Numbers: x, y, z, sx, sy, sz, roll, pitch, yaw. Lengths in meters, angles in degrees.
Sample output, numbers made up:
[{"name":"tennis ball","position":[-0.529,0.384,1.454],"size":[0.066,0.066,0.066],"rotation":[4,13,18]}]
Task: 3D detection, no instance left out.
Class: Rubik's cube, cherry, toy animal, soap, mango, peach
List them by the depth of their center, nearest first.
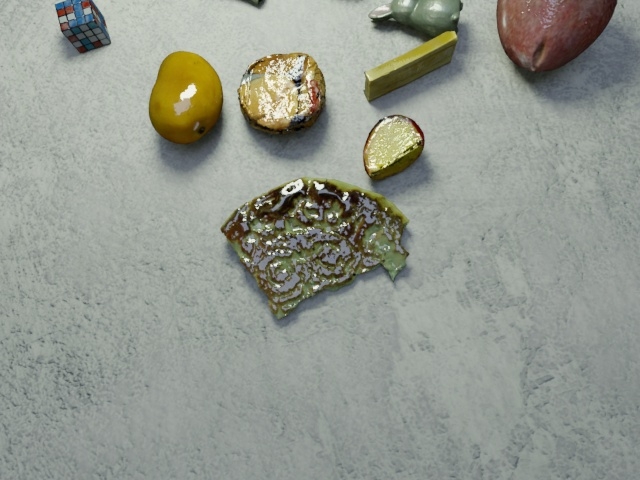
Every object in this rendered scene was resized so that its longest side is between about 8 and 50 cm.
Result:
[{"name":"peach","position":[0.171,-0.214,1.132],"size":[0.127,0.092,0.172],"rotation":[34,92,15]},{"name":"cherry","position":[0.554,-0.546,1.133],"size":[0.261,0.221,0.308],"rotation":[16,91,15]},{"name":"mango","position":[-0.326,-0.358,1.164],"size":[0.175,0.139,0.255],"rotation":[4,70,0]},{"name":"soap","position":[0.225,-0.436,1.181],"size":[0.251,0.092,0.037],"rotation":[-27,75,-4]},{"name":"toy animal","position":[0.248,-0.590,1.204],"size":[0.236,0.138,0.108],"rotation":[18,112,3]},{"name":"Rubik's cube","position":[-0.628,-0.574,1.252],"size":[0.092,0.092,0.092],"rotation":[-20,75,-2]}]

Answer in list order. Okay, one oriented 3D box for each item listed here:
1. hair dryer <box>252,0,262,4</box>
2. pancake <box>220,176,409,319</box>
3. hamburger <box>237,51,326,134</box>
[{"name":"hair dryer","position":[-0.199,-0.767,1.273],"size":[0.267,0.092,0.229],"rotation":[-40,92,3]},{"name":"pancake","position":[-0.003,-0.005,1.114],"size":[0.426,0.067,0.305],"rotation":[-18,84,-3]},{"name":"hamburger","position":[-0.094,-0.359,1.172],"size":[0.230,0.107,0.231],"rotation":[-1,80,5]}]
